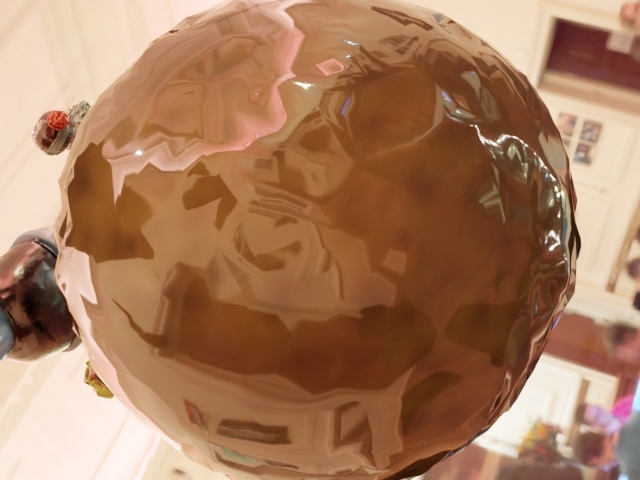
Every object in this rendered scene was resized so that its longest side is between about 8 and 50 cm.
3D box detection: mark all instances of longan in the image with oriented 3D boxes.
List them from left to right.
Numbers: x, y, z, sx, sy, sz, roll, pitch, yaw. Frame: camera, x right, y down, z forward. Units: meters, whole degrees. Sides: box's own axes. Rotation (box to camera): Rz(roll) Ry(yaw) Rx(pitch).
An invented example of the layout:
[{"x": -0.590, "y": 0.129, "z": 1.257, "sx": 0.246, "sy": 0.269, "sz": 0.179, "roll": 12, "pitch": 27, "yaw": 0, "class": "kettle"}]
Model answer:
[{"x": 0.000, "y": 0.000, "z": 0.770, "sx": 0.391, "sy": 0.391, "sz": 0.391, "roll": 17, "pitch": -90, "yaw": -77, "class": "longan"}]

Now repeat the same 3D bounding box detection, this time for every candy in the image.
[{"x": -0.268, "y": 0.174, "z": 1.240, "sx": 0.194, "sy": 0.062, "sz": 0.058, "roll": 140, "pitch": 140, "yaw": -68, "class": "candy"}]

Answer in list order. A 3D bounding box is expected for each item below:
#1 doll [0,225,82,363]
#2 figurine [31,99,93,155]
[{"x": -0.384, "y": 0.083, "z": 1.283, "sx": 0.314, "sy": 0.141, "sz": 0.177, "roll": -33, "pitch": -49, "yaw": -51, "class": "doll"}, {"x": -0.281, "y": -0.131, "z": 1.126, "sx": 0.060, "sy": 0.047, "sz": 0.106, "roll": -45, "pitch": 0, "yaw": 28, "class": "figurine"}]
